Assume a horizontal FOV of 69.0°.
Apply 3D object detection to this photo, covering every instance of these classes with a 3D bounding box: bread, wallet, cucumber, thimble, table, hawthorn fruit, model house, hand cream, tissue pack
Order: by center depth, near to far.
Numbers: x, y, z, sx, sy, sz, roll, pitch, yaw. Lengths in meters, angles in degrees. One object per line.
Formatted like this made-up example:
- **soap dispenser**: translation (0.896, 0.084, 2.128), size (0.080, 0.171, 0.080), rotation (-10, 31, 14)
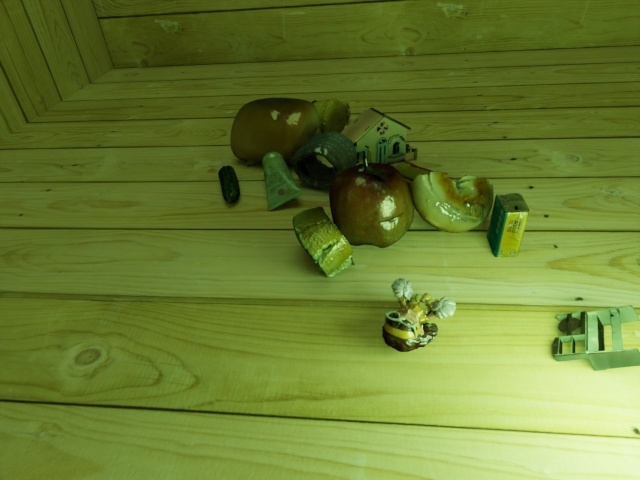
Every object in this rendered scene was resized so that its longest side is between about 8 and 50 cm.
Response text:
- **table**: translation (0.662, 0.235, 1.117), size (0.175, 0.062, 0.146), rotation (-20, 23, 39)
- **tissue pack**: translation (0.577, -0.047, 1.436), size (0.082, 0.169, 0.120), rotation (1, 35, 4)
- **bread**: translation (0.000, 0.000, 1.437), size (0.124, 0.185, 0.257), rotation (-30, 35, -5)
- **hawthorn fruit**: translation (0.152, -0.131, 1.491), size (0.268, 0.300, 0.267), rotation (-14, 32, 9)
- **bread**: translation (0.442, -0.114, 1.540), size (0.314, 0.171, 0.191), rotation (-5, 68, -28)
- **wallet**: translation (0.388, -0.246, 1.820), size (0.141, 0.067, 0.241), rotation (-28, 41, -31)
- **thimble**: translation (0.013, -0.315, 1.842), size (0.237, 0.205, 0.172), rotation (17, 42, 26)
- **hand cream**: translation (-0.168, -0.245, 1.852), size (0.147, 0.093, 0.305), rotation (-27, 43, 8)
- **cucumber**: translation (-0.365, -0.226, 1.886), size (0.077, 0.077, 0.265), rotation (-13, 39, -11)
- **model house**: translation (0.251, -0.421, 1.931), size (0.326, 0.244, 0.169), rotation (-16, 35, -16)
- **bread**: translation (-0.187, -0.502, 2.086), size (0.376, 0.252, 0.348), rotation (13, 41, 22)
- **bread**: translation (0.032, -0.585, 2.228), size (0.171, 0.197, 0.197), rotation (18, 42, 36)

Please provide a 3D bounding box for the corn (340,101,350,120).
- **corn**: translation (0.001, -0.655, 2.402), size (0.306, 0.106, 0.106), rotation (-2, 36, 9)

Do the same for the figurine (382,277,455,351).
- **figurine**: translation (0.243, 0.192, 1.193), size (0.175, 0.115, 0.240), rotation (22, 38, 29)
